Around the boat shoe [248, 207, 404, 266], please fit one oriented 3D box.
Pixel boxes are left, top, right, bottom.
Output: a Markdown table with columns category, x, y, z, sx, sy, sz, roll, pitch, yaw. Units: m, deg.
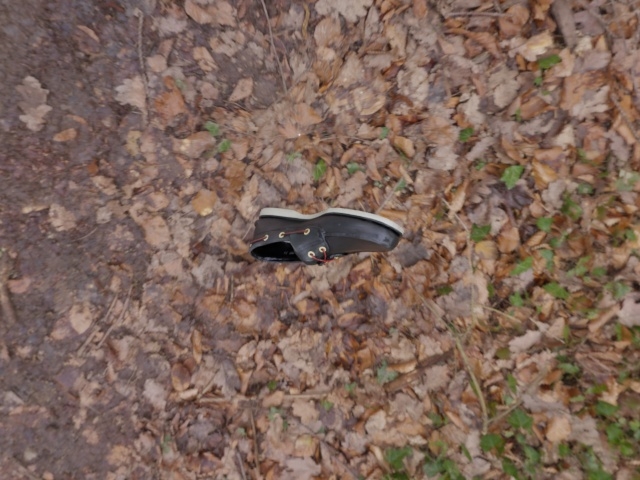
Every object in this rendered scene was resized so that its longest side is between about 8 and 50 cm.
| category | x | y | z | sx | sy | sz | roll | pitch | yaw |
| --- | --- | --- | --- | --- | --- | --- | --- | --- | --- |
| boat shoe | 0.001 | 0.001 | 0.411 | 0.049 | 0.133 | 0.042 | 37 | 63 | -45 |
